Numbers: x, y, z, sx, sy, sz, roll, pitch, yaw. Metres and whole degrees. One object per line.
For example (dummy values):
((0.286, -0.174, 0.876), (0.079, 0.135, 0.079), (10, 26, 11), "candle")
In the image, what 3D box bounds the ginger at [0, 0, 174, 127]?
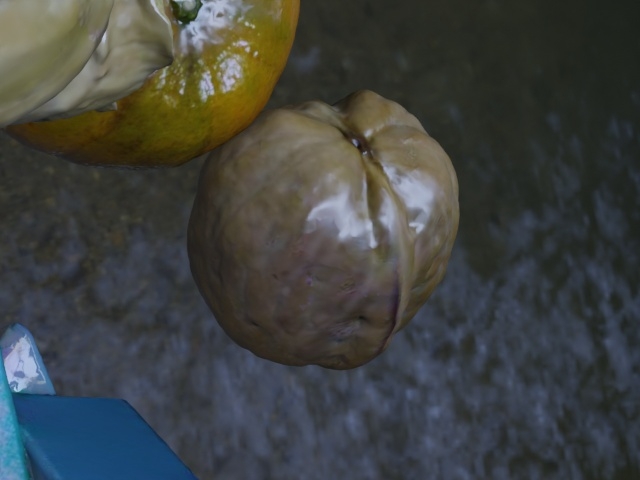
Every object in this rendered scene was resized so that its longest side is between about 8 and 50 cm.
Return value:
((-0.126, -0.097, 0.411), (0.267, 0.152, 0.137), (-162, -113, -84), "ginger")

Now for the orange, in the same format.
((-0.126, -0.155, 0.848), (0.240, 0.171, 0.240), (-7, 106, -27), "orange")

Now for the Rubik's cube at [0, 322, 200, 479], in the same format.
((-0.258, 0.212, 0.733), (0.387, 0.358, 0.368), (42, 56, -19), "Rubik's cube")

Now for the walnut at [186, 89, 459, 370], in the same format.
((-0.002, -0.002, 1.500), (0.306, 0.306, 0.343), (-56, 167, -48), "walnut")
